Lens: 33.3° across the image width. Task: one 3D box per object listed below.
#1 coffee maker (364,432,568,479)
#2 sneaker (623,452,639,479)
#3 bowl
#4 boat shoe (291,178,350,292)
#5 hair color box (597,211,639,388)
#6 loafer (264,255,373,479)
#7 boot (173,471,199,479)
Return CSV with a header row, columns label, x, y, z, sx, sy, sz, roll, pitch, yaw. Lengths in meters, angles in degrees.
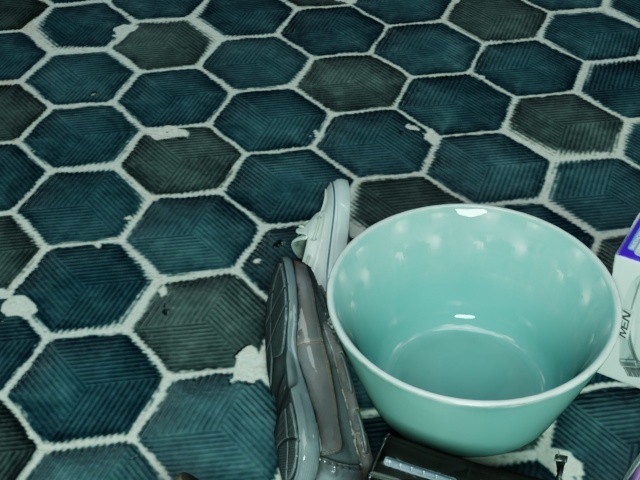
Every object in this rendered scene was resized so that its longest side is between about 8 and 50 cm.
label,x,y,z,sx,sy,sz,roll,pitch,yaw
coffee maker,0.136,0.267,1.061,0.178,0.120,0.171,15,20,17
sneaker,0.361,0.283,1.044,0.152,0.114,0.305,31,53,14
bowl,0.162,0.115,1.184,0.311,0.163,0.311,-1,41,1
boat shoe,0.000,0.000,1.385,0.076,0.083,0.226,1,41,2
hair color box,0.483,0.110,1.163,0.339,0.185,0.110,20,45,22
loafer,-0.005,0.149,1.212,0.095,0.109,0.302,8,45,-16
boot,-0.086,0.363,0.976,0.115,0.112,0.305,-42,53,0
